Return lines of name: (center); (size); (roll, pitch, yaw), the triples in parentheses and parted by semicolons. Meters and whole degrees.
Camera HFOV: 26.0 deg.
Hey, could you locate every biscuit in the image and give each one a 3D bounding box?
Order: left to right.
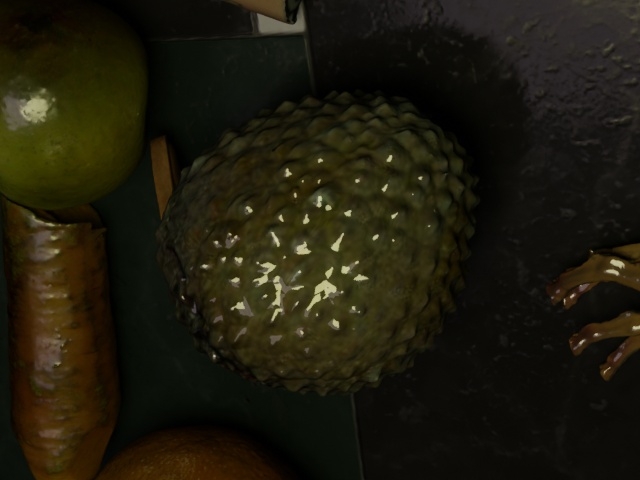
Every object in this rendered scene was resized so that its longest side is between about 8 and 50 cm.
biscuit: (-0.128, -0.025, 1.254); (0.023, 0.118, 0.140); (-12, 76, 0)

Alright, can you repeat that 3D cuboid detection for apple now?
apple: (-0.227, -0.123, 1.199); (0.156, 0.196, 0.196); (-2, 115, -8)

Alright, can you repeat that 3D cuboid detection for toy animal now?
toy animal: (0.327, 0.069, 1.158); (0.275, 0.054, 0.149); (4, 116, 17)

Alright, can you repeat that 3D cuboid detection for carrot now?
carrot: (-0.251, 0.093, 1.346); (0.114, 0.114, 0.302); (9, 113, 16)

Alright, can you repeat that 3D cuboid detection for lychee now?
lychee: (0.000, 0.000, 1.129); (0.255, 0.255, 0.274); (40, 116, 0)

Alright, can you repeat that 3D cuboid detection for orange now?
orange: (-0.122, 0.301, 1.314); (0.264, 0.264, 0.264); (8, 115, 17)

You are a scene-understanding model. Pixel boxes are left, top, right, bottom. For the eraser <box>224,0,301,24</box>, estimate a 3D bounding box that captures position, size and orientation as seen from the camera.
eraser: (-0.136, -0.302, 1.142); (0.290, 0.087, 0.171); (22, 116, 9)
